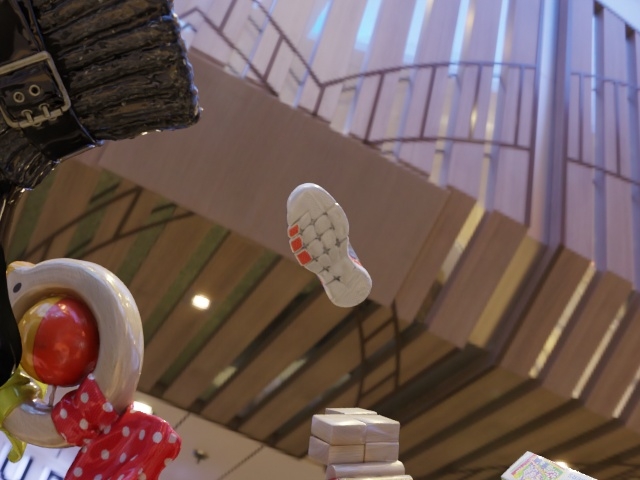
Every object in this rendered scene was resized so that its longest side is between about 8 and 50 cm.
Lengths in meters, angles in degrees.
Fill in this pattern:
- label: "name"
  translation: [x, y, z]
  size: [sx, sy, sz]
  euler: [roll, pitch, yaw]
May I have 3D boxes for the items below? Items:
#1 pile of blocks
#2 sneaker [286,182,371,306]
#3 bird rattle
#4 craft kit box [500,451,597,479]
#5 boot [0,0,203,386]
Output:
- label: "pile of blocks"
  translation: [0.048, 0.309, 0.785]
  size: [0.113, 0.362, 0.149]
  euler: [7, -56, -29]
- label: "sneaker"
  translation: [0.000, 0.000, 0.839]
  size: [0.061, 0.065, 0.157]
  euler: [-25, -51, -2]
- label: "bird rattle"
  translation: [-0.227, 0.118, 0.715]
  size: [0.254, 0.206, 0.143]
  euler: [7, -4, 35]
- label: "craft kit box"
  translation: [0.338, 0.372, 0.910]
  size: [0.250, 0.061, 0.246]
  euler: [11, -46, 58]
- label: "boot"
  translation: [-0.208, -0.054, 0.614]
  size: [0.260, 0.131, 0.347]
  euler: [-18, -64, -18]
